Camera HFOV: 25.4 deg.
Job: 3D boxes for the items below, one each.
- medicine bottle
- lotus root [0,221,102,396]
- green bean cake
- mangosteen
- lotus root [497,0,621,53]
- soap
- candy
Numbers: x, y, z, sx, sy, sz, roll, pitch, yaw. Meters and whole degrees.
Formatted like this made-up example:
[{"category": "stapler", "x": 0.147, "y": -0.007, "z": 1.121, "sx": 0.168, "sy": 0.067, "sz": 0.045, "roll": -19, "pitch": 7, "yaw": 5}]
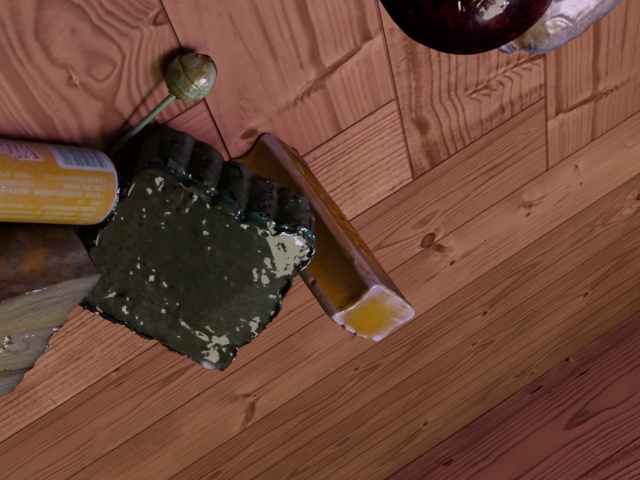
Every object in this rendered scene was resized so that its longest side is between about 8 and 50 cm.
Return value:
[{"category": "medicine bottle", "x": -0.391, "y": -0.065, "z": 1.483, "sx": 0.426, "sy": 0.108, "sz": 0.108, "roll": 3, "pitch": 135, "yaw": -52}, {"category": "lotus root", "x": -0.438, "y": 0.086, "z": 1.639, "sx": 0.260, "sy": 0.149, "sz": 0.267, "roll": -11, "pitch": 151, "yaw": -46}, {"category": "green bean cake", "x": -0.157, "y": 0.011, "z": 1.737, "sx": 0.255, "sy": 0.132, "sz": 0.241, "roll": 26, "pitch": 117, "yaw": -16}, {"category": "mangosteen", "x": 0.168, "y": -0.335, "z": 1.618, "sx": 0.228, "sy": 0.228, "sz": 0.265, "roll": -53, "pitch": -171, "yaw": 31}, {"category": "lotus root", "x": 0.329, "y": -0.368, "z": 1.764, "sx": 0.349, "sy": 0.175, "sz": 0.175, "roll": -45, "pitch": 153, "yaw": 8}, {"category": "soap", "x": 0.000, "y": 0.000, "z": 1.868, "sx": 0.089, "sy": 0.274, "sz": 0.173, "roll": -39, "pitch": 154, "yaw": 6}, {"category": "candy", "x": -0.197, "y": -0.148, "z": 1.658, "sx": 0.202, "sy": 0.061, "sz": 0.061, "roll": -40, "pitch": 155, "yaw": 26}]
